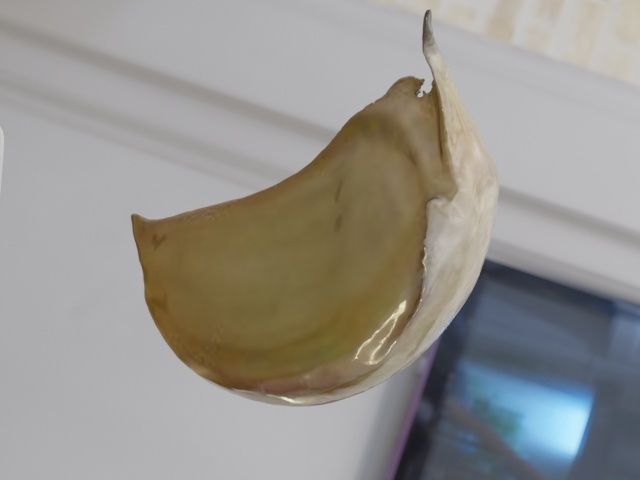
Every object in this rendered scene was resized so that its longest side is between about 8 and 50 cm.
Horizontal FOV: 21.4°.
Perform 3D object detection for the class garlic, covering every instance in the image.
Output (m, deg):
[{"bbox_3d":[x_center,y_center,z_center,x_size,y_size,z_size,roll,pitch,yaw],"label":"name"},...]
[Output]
[{"bbox_3d":[0.017,0.005,1.136,0.338,0.196,0.151,-31,-159,43],"label":"garlic"}]

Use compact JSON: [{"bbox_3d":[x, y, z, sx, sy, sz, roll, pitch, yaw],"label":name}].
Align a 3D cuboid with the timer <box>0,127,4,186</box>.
[{"bbox_3d":[-0.370,-0.027,1.361,0.087,0.237,0.262,60,5,-26],"label":"timer"}]
